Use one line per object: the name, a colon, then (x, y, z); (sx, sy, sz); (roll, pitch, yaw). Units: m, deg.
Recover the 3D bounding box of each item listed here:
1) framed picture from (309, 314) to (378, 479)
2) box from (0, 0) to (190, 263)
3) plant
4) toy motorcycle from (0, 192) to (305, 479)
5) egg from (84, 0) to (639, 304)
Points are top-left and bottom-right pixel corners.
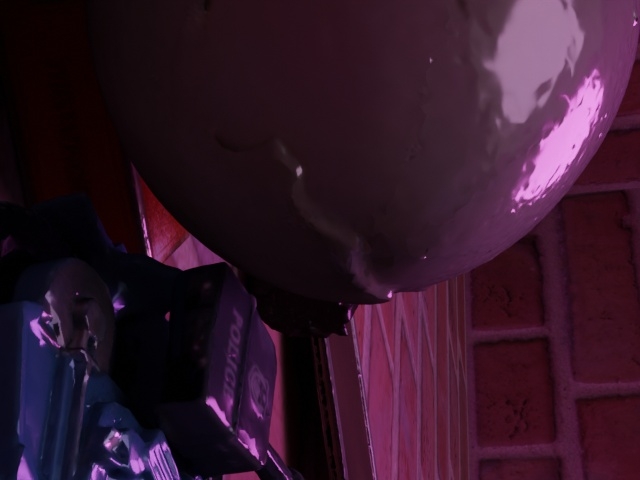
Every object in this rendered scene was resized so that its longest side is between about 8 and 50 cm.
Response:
framed picture: (0.013, 0.089, 1.002); (0.217, 0.017, 0.275); (50, 30, -75)
box: (-0.078, -0.062, 0.538); (0.175, 0.048, 0.112); (-66, 150, -70)
plant: (0.000, 0.000, 0.849); (0.143, 0.092, 0.094); (-75, 153, -46)
toy motorcycle: (-0.066, 0.121, 0.323); (0.182, 0.123, 0.272); (60, 25, -45)
egg: (0.013, -0.073, 0.408); (0.183, 0.183, 0.217); (74, 15, -49)
